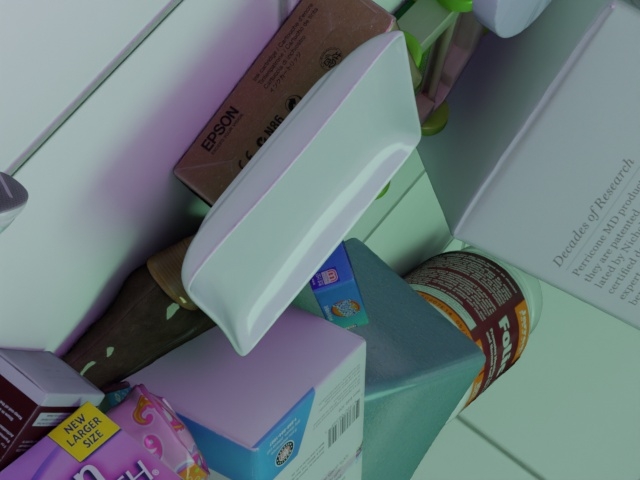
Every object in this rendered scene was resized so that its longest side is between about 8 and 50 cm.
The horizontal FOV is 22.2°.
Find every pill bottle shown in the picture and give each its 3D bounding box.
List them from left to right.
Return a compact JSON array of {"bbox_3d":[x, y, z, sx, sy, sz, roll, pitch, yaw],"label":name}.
[{"bbox_3d":[0.203,0.143,2.603,0.392,0.224,0.224,-30,153,-59],"label":"pill bottle"}]

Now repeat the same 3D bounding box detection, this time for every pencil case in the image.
[{"bbox_3d":[-0.242,0.260,1.540,0.284,0.124,0.124,-38,165,-4],"label":"pencil case"}]

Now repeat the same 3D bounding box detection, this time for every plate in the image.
[{"bbox_3d":[-0.017,-0.040,1.435,0.277,0.045,0.278,-51,164,-8],"label":"plate"}]

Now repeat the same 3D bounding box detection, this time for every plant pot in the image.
[{"bbox_3d":[0.000,0.181,2.013,0.252,0.247,0.248,-15,141,-52],"label":"plant pot"}]

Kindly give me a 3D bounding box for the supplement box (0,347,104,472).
[{"bbox_3d":[-0.300,0.209,1.406,0.239,0.073,0.130,-55,165,3],"label":"supplement box"}]

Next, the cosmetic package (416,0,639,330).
[{"bbox_3d":[0.375,-0.118,1.963,0.327,0.394,0.329,-58,-162,19],"label":"cosmetic package"}]

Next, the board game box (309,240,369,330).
[{"bbox_3d":[0.000,0.000,1.721,0.047,0.160,0.210,-19,165,0],"label":"board game box"}]

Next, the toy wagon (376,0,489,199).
[{"bbox_3d":[0.119,-0.199,1.819,0.344,0.068,0.267,-48,166,-26],"label":"toy wagon"}]

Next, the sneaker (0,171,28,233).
[{"bbox_3d":[-0.255,0.002,1.096,0.061,0.054,0.152,-58,167,29],"label":"sneaker"}]

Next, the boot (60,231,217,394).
[{"bbox_3d":[-0.157,0.076,1.600,0.207,0.090,0.248,-41,167,0],"label":"boot"}]

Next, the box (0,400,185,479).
[{"bbox_3d":[-0.182,0.292,1.336,0.213,0.243,0.117,-39,157,-39],"label":"box"}]

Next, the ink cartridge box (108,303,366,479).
[{"bbox_3d":[-0.085,0.220,1.750,0.198,0.197,0.270,-42,145,-40],"label":"ink cartridge box"}]

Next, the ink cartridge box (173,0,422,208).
[{"bbox_3d":[-0.016,-0.111,1.532,0.234,0.088,0.193,-53,166,-3],"label":"ink cartridge box"}]

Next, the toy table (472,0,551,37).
[{"bbox_3d":[0.147,-0.303,1.457,0.252,0.161,0.274,-51,167,-11],"label":"toy table"}]
